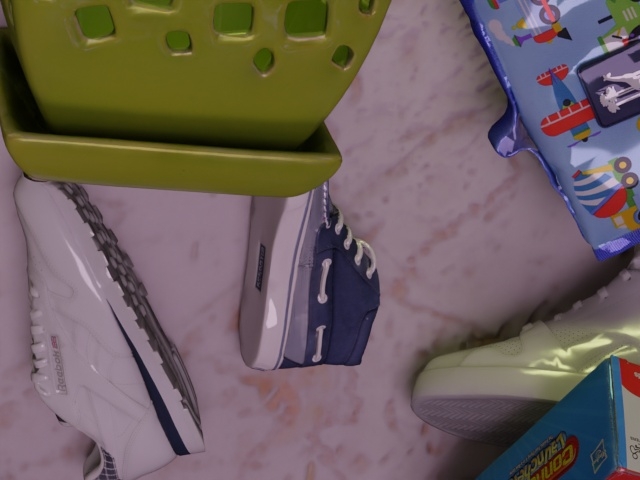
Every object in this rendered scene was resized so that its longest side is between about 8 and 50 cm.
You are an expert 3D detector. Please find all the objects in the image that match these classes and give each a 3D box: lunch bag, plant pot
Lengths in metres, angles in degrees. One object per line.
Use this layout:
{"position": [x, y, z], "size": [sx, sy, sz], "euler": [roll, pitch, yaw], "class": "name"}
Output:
{"position": [0.236, -0.142, 1.150], "size": [0.293, 0.138, 0.221], "euler": [-30, 112, 0], "class": "lunch bag"}
{"position": [-0.087, -0.150, 1.024], "size": [0.228, 0.227, 0.207], "euler": [4, 114, -15], "class": "plant pot"}

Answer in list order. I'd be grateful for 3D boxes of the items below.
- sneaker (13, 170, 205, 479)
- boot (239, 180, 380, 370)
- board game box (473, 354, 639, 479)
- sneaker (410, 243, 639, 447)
{"position": [-0.158, 0.061, 1.154], "size": [0.094, 0.090, 0.235], "euler": [-21, 111, 4], "class": "sneaker"}
{"position": [0.000, 0.000, 1.184], "size": [0.086, 0.069, 0.190], "euler": [0, 117, -21], "class": "boot"}
{"position": [0.250, 0.229, 1.222], "size": [0.301, 0.086, 0.308], "euler": [17, 139, -18], "class": "board game box"}
{"position": [0.213, 0.057, 1.237], "size": [0.292, 0.169, 0.108], "euler": [-3, 153, 16], "class": "sneaker"}
